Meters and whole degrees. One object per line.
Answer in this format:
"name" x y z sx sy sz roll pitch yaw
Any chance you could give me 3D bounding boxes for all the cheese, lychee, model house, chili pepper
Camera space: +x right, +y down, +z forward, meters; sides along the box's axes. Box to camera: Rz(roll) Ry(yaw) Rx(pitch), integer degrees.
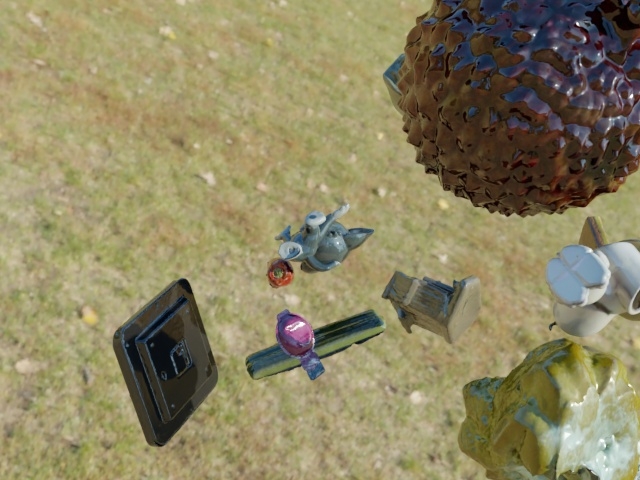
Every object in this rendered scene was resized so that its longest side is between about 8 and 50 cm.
"cheese" -0.038 0.200 1.715 0.095 0.038 0.145 -30 90 -43
"lychee" 0.343 -0.249 1.376 0.424 0.500 0.425 12 68 -30
"model house" 0.215 0.122 1.769 0.188 0.122 0.229 15 -17 19
"chili pepper" -0.095 0.077 2.085 0.070 0.073 0.123 24 -6 -5

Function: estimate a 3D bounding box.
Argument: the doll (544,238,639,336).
"doll" 0.448 0.065 1.371 0.144 0.208 0.271 56 -1 27

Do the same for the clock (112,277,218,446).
"clock" -0.311 0.250 1.860 0.049 0.279 0.273 -5 23 26

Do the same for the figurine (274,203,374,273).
"figurine" 0.002 0.004 1.933 0.140 0.193 0.265 52 15 -5

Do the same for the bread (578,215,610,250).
"bread" 0.554 0.013 1.792 0.035 0.090 0.094 -3 50 -3

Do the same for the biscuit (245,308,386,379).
"biscuit" -0.010 0.223 1.937 0.322 0.038 0.099 -21 25 -4

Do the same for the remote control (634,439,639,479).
"remote control" 0.598 0.435 1.816 0.296 0.140 0.056 58 -18 -11

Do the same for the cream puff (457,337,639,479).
"cream puff" 0.384 0.292 1.486 0.269 0.274 0.323 18 -22 50

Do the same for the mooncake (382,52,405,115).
"mooncake" 0.278 -0.335 2.124 0.250 0.136 0.254 40 -1 9
